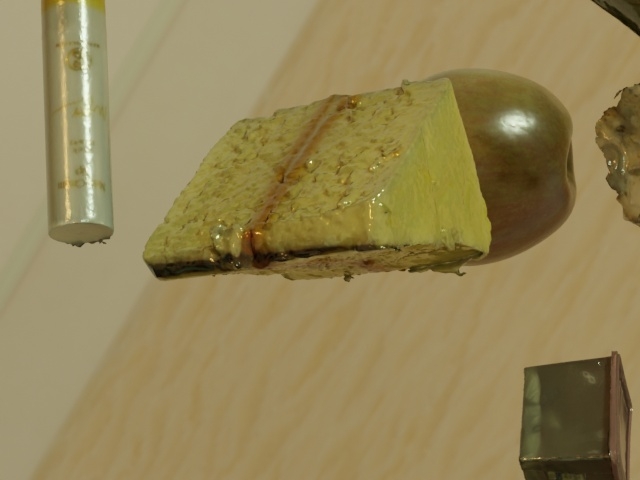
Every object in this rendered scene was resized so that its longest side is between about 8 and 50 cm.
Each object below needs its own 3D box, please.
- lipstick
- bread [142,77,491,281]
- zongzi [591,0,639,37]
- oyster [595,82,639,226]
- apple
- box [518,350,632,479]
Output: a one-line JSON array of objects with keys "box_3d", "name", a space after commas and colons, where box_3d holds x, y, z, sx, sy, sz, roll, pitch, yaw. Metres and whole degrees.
[{"box_3d": [-0.213, -0.128, 1.463, 0.059, 0.264, 0.059, -5, -18, -2], "name": "lipstick"}, {"box_3d": [0.000, 0.000, 1.553, 0.236, 0.263, 0.198, -51, 125, -52], "name": "bread"}, {"box_3d": [0.396, -0.193, 1.707, 0.392, 0.174, 0.356, 0, -57, 36], "name": "zongzi"}, {"box_3d": [0.254, -0.072, 1.188, 0.051, 0.103, 0.148, -6, -10, -23], "name": "oyster"}, {"box_3d": [0.207, -0.093, 2.146, 0.233, 0.257, 0.257, 2, 1, 14], "name": "apple"}, {"box_3d": [0.156, 0.117, 1.024, 0.060, 0.063, 0.085, 67, 24, -44], "name": "box"}]
